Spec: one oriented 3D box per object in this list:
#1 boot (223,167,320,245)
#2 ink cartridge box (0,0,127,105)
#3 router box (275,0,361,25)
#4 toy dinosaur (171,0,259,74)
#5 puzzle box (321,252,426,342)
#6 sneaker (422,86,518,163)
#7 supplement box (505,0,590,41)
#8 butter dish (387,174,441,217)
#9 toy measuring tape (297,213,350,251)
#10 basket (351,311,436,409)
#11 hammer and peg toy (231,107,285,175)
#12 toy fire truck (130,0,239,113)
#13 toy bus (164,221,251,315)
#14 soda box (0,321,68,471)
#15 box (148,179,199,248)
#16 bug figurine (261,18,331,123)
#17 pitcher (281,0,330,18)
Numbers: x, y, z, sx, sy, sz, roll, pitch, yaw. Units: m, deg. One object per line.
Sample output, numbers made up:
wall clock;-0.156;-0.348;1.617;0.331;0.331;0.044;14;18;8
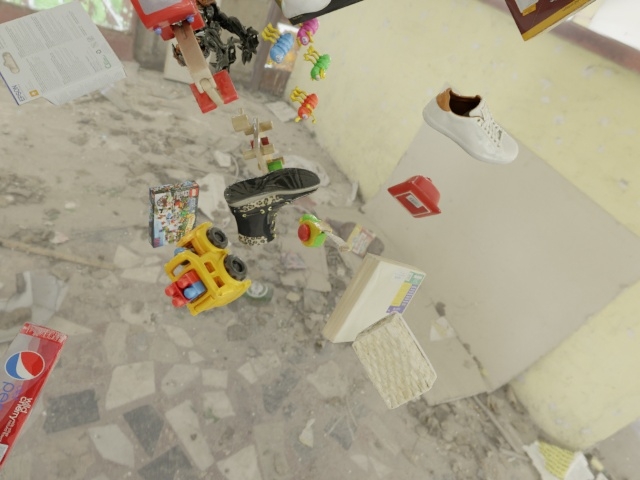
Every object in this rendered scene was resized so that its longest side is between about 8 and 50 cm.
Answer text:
boot;-0.116;-0.083;1.059;0.236;0.179;0.085;-14;51;-13
ink cartridge box;-0.858;-0.595;1.341;0.330;0.071;0.324;-32;77;-17
router box;-0.016;-0.594;0.841;0.308;0.081;0.243;11;-23;46
toy dinosaur;-0.279;-0.522;1.020;0.218;0.322;0.164;42;74;-7
puzzle box;0.186;0.191;1.318;0.052;0.272;0.408;33;9;32
sneaker;0.417;-0.296;1.085;0.290;0.123;0.106;24;65;-11
supplement box;0.603;-0.669;1.082;0.129;0.191;0.194;-33;97;-35
butter dish;0.337;-0.166;1.409;0.160;0.160;0.118;42;73;-14
toy measuring tape;0.000;0.000;1.619;0.121;0.122;0.330;-1;27;-34
basket;0.155;0.252;0.877;0.167;0.113;0.103;59;13;10
hammer and peg toy;-0.237;-0.383;1.686;0.127;0.362;0.266;-14;44;4
toy fire truck;-0.127;-0.191;0.397;0.047;0.135;0.192;-23;22;-2
toy bus;-0.322;0.080;1.073;0.220;0.149;0.211;57;27;5
soda box;-0.546;0.278;0.732;0.083;0.092;0.263;24;31;-21
box;-0.512;-0.091;1.452;0.159;0.233;0.044;-19;51;-39
bug figurine;-0.044;-0.454;1.078;0.072;0.279;0.216;15;69;26
pitcher;-0.043;-0.427;0.612;0.177;0.126;0.207;15;-3;31
